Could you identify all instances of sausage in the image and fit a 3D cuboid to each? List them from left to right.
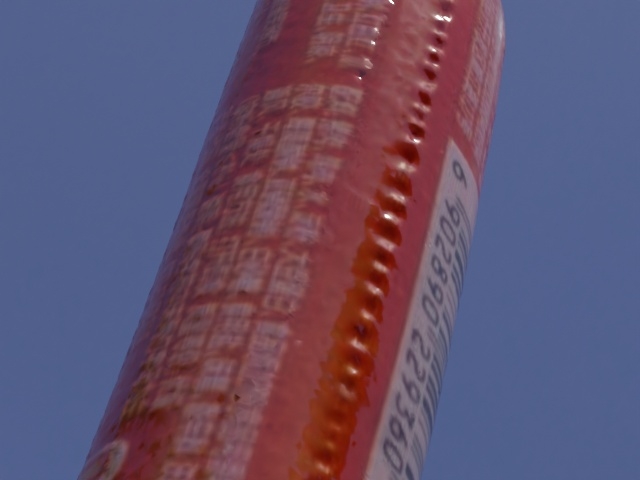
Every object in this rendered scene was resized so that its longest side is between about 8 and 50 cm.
[{"bbox_3d":[0.000,0.000,0.482,0.074,0.274,0.074,9,-42,8],"label":"sausage"}]
